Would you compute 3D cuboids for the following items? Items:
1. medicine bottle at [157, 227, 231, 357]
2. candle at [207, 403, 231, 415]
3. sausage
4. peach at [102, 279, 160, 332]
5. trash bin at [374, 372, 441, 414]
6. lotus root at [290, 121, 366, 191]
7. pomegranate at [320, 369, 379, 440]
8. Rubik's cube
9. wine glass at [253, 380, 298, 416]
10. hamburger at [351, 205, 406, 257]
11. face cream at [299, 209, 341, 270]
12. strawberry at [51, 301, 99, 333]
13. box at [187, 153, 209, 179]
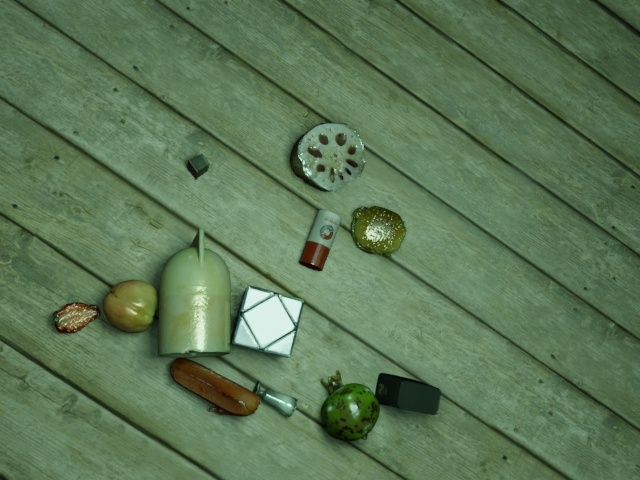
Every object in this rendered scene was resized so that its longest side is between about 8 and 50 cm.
[{"bbox_3d":[-0.419,0.181,1.727,0.236,0.236,0.406,1,74,-12],"label":"medicine bottle"},{"bbox_3d":[-0.308,0.579,1.780,0.162,0.053,0.048,1,116,-8],"label":"candle"},{"bbox_3d":[-0.361,0.500,1.745,0.330,0.102,0.102,27,75,6],"label":"sausage"},{"bbox_3d":[-0.632,0.217,1.722,0.184,0.184,0.184,2,79,-11],"label":"peach"},{"bbox_3d":[0.309,0.548,1.825,0.165,0.225,0.115,15,78,-9],"label":"trash bin"},{"bbox_3d":[0.016,-0.306,1.952,0.272,0.192,0.272,2,85,-23],"label":"lotus root"},{"bbox_3d":[0.089,0.576,1.798,0.211,0.211,0.263,-27,61,-15],"label":"pomegranate"},{"bbox_3d":[-0.188,0.284,1.783,0.207,0.205,0.205,17,77,-9],"label":"Rubik's cube"},{"bbox_3d":[-0.162,0.554,1.805,0.155,0.072,0.072,28,75,-6],"label":"wine glass"},{"bbox_3d":[0.215,-0.043,1.973,0.215,0.122,0.189,24,78,-4],"label":"hamburger"},{"bbox_3d":[0.000,0.000,1.933,0.096,0.096,0.214,22,76,-7],"label":"face cream"},{"bbox_3d":[-0.826,0.262,1.737,0.152,0.048,0.104,-9,74,-27],"label":"strawberry"},{"bbox_3d":[-0.450,-0.274,1.898,0.063,0.085,0.060,-35,87,-21],"label":"box"}]
